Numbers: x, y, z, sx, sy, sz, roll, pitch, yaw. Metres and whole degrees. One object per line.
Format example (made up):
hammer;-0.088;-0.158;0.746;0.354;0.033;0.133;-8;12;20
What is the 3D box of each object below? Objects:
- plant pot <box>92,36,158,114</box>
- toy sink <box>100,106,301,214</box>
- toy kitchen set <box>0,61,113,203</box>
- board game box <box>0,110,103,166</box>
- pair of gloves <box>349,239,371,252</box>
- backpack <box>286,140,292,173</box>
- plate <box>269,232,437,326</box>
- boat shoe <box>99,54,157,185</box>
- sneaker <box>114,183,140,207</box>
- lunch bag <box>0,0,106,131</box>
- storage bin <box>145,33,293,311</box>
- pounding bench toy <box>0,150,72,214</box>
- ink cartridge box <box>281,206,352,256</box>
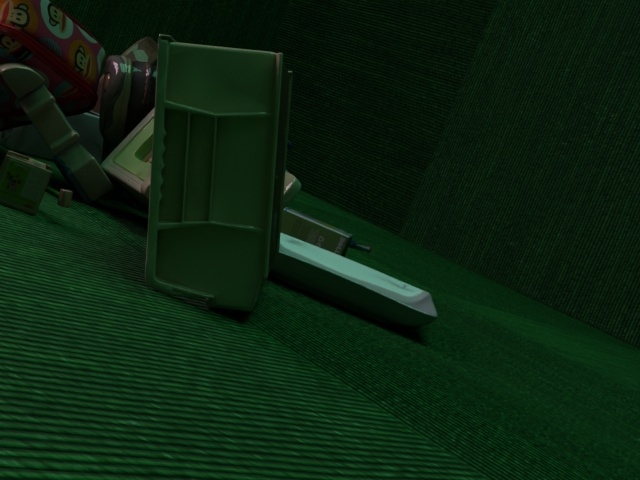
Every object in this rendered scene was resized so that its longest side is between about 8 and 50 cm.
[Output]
plant pot;-0.350;-0.254;2.171;0.229;0.263;0.263;39;4;-4
toy sink;-0.164;-0.090;1.377;0.131;0.153;0.234;49;-11;-36
toy kitchen set;-0.409;-0.120;1.385;0.207;0.166;0.122;60;-12;-25
board game box;-0.526;-0.224;1.782;0.303;0.098;0.224;24;5;28
pair of gloves;0.002;-0.006;2.020;0.159;0.023;0.198;21;-5;-40
backpack;-0.171;-0.149;1.991;0.276;0.213;0.263;22;15;-35
plate;0.028;0.056;1.496;0.277;0.045;0.278;22;5;2
boat shoe;-0.267;-0.164;1.600;0.130;0.132;0.355;6;-14;-8
sneaker;-0.260;-0.067;1.577;0.069;0.038;0.098;17;8;-40
lunch bag;-0.462;-0.246;1.489;0.293;0.120;0.258;-8;-26;27
storage bin;-0.103;-0.074;1.131;0.123;0.261;0.262;5;5;0
pounding bench toy;-0.319;-0.060;1.169;0.083;0.052;0.065;21;5;-16
ink cartridge box;0.000;0.000;1.865;0.209;0.062;0.109;23;4;4
